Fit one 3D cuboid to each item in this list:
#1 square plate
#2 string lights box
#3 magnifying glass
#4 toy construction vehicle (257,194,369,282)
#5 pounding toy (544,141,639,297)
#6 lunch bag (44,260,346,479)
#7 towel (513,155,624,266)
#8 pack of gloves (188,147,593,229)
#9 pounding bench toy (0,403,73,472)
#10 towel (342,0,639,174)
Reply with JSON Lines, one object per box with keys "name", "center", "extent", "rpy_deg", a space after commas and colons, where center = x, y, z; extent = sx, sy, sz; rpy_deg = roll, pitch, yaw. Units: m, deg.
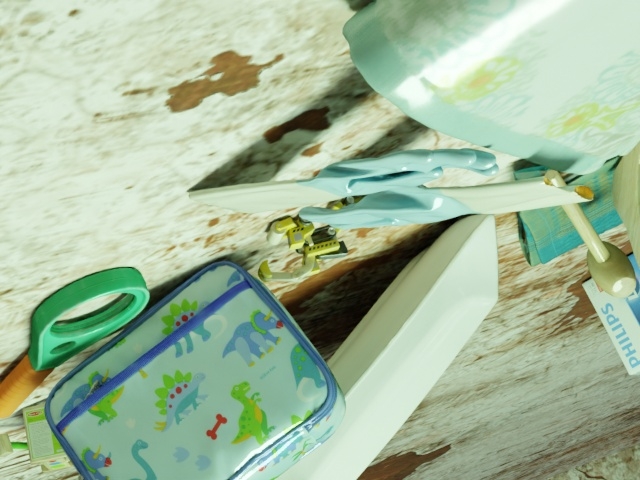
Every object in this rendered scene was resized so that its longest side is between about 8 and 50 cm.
{"name": "square plate", "center": [0.059, 0.139, 1.584], "extent": [0.344, 0.049, 0.347], "rpy_deg": [-50, 164, -8]}
{"name": "string lights box", "center": [0.467, 0.047, 1.910], "extent": [0.259, 0.133, 0.077], "rpy_deg": [-34, 161, 25]}
{"name": "magnifying glass", "center": [-0.217, 0.088, 1.285], "extent": [0.092, 0.026, 0.231], "rpy_deg": [-8, 157, -43]}
{"name": "toy construction vehicle", "center": [0.000, 0.000, 1.307], "extent": [0.098, 0.035, 0.086], "rpy_deg": [-17, 161, -25]}
{"name": "pounding toy", "center": [0.292, -0.029, 1.328], "extent": [0.155, 0.154, 0.269], "rpy_deg": [-7, 134, -20]}
{"name": "lunch bag", "center": [-0.106, 0.135, 1.296], "extent": [0.219, 0.176, 0.090], "rpy_deg": [-36, 160, -3]}
{"name": "towel", "center": [0.353, -0.096, 1.512], "extent": [0.370, 0.040, 0.271], "rpy_deg": [-28, 164, 2]}
{"name": "pack of gloves", "center": [0.053, -0.050, 1.151], "extent": [0.232, 0.046, 0.195], "rpy_deg": [-8, 167, 34]}
{"name": "pounding bench toy", "center": [-0.257, 0.186, 1.461], "extent": [0.083, 0.052, 0.065], "rpy_deg": [-12, 162, -3]}
{"name": "towel", "center": [0.224, -0.174, 1.036], "extent": [0.320, 0.090, 0.374], "rpy_deg": [-35, 160, 22]}
